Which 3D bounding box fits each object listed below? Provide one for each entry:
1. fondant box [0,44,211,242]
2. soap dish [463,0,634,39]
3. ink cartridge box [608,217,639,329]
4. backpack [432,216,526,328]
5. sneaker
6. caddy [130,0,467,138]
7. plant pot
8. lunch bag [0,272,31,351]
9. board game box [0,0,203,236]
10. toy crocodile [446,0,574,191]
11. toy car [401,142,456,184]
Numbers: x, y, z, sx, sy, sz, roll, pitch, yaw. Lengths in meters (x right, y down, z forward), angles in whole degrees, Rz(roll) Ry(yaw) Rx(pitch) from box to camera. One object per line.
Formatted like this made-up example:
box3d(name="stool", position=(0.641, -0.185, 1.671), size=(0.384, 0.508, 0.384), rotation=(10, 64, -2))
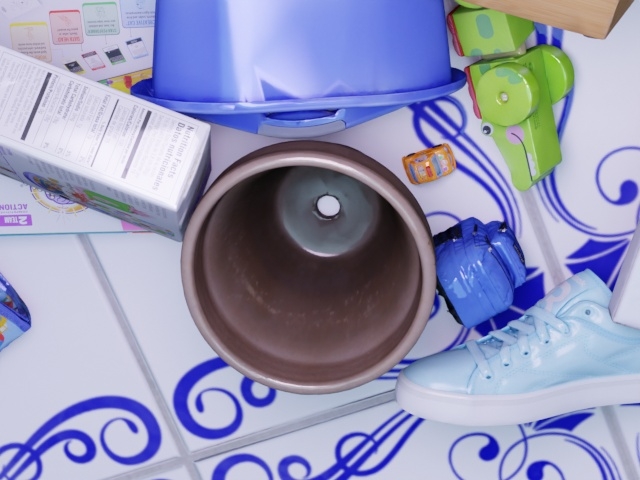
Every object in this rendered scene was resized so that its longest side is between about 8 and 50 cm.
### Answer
box3d(name="fondant box", position=(-0.278, -0.111, 1.584), size=(0.330, 0.238, 0.096), rotation=(22, 82, -1))
box3d(name="soap dish", position=(0.230, -0.315, 1.463), size=(0.229, 0.291, 0.118), rotation=(19, 138, 24))
box3d(name="ink cartridge box", position=(0.435, -0.065, 1.588), size=(0.176, 0.069, 0.371), rotation=(17, 106, 0))
box3d(name="backpack", position=(0.171, 0.031, 1.717), size=(0.101, 0.120, 0.098), rotation=(-30, 103, 17))
box3d(name="sneaker", position=(0.255, 0.103, 1.718), size=(0.366, 0.135, 0.150), rotation=(-8, 106, -12))
box3d(name="caddy", position=(-0.023, -0.191, 1.584), size=(0.341, 0.241, 0.179), rotation=(-4, 105, -5))
box3d(name="plant pot", position=(0.000, 0.000, 1.669), size=(0.263, 0.229, 0.263), rotation=(2, 110, 7))
box3d(name="lunch bag", position=(-0.497, 0.071, 1.832), size=(0.221, 0.138, 0.293), rotation=(-37, 114, 17))
box3d(name="board game box", position=(-0.263, -0.163, 1.730), size=(0.242, 0.064, 0.316), rotation=(-1, 110, 7))
box3d(name="toy crocodile", position=(0.181, -0.217, 1.629), size=(0.105, 0.115, 0.340), rotation=(-5, 111, 35))
box3d(name="toy car", position=(0.121, -0.045, 1.738), size=(0.060, 0.040, 0.122), rotation=(-1, 110, 7))
